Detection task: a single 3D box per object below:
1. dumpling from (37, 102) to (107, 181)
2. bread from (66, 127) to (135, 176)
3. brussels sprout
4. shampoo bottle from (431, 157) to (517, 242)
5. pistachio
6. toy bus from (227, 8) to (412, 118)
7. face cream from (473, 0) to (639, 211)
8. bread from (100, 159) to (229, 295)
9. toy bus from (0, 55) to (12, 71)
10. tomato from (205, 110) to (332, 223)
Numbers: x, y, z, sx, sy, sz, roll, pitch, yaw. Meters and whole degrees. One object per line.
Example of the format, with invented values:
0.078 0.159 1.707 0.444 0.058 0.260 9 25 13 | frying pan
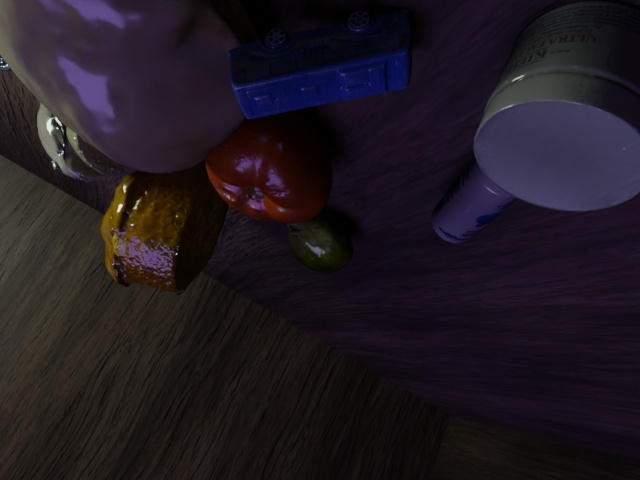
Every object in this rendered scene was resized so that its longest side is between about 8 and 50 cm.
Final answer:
-0.537 -0.269 1.145 0.204 0.293 0.163 -14 155 -20 | dumpling
-0.441 -0.213 1.028 0.141 0.134 0.148 30 151 52 | bread
-0.004 0.004 1.256 0.181 0.144 0.161 47 -178 9 | brussels sprout
0.265 -0.086 0.783 0.092 0.092 0.303 26 159 2 | shampoo bottle
-0.266 -0.268 0.724 0.365 0.281 0.445 2 162 -5 | pistachio
0.003 -0.222 0.643 0.236 0.094 0.079 -9 158 6 | toy bus
0.276 -0.142 0.547 0.177 0.153 0.177 23 157 10 | face cream
-0.372 -0.067 1.239 0.215 0.398 0.398 19 159 3 | bread
-0.513 -0.373 0.950 0.256 0.147 0.128 25 -164 6 | toy bus
-0.088 -0.145 0.942 0.260 0.180 0.260 21 159 8 | tomato
